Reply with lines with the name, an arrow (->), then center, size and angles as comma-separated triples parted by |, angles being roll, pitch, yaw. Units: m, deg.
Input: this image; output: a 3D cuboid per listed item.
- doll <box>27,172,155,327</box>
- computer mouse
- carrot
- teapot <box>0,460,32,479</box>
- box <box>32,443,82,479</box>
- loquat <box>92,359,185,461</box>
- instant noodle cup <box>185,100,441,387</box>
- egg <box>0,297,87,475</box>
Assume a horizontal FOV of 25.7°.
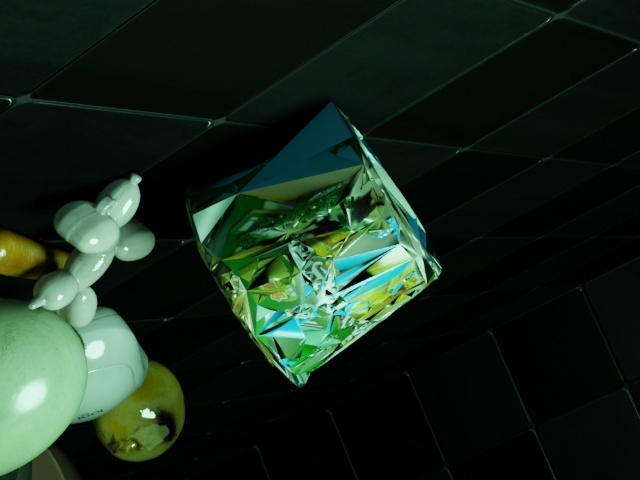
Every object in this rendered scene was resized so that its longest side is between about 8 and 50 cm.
doll -> -0.217, 0.007, 1.341 | 0.161, 0.059, 0.160 | -50, 169, -4
computer mouse -> -0.303, 0.173, 1.787 | 0.184, 0.121, 0.297 | -21, 166, -13
carrot -> -0.278, 0.020, 1.393 | 0.043, 0.043, 0.248 | -25, 168, 9
teapot -> -0.477, 0.299, 1.599 | 0.337, 0.200, 0.270 | 7, -165, -5
box -> -0.489, 0.428, 2.158 | 0.301, 0.301, 0.216 | -19, 158, -13
loquat -> -0.269, 0.249, 2.070 | 0.137, 0.163, 0.163 | -18, 170, 25
instant noodle cup -> 0.000, 0.000, 1.376 | 0.178, 0.240, 0.240 | -31, 166, 7
egg -> -0.365, 0.158, 1.472 | 0.253, 0.186, 0.186 | -24, 167, -7
